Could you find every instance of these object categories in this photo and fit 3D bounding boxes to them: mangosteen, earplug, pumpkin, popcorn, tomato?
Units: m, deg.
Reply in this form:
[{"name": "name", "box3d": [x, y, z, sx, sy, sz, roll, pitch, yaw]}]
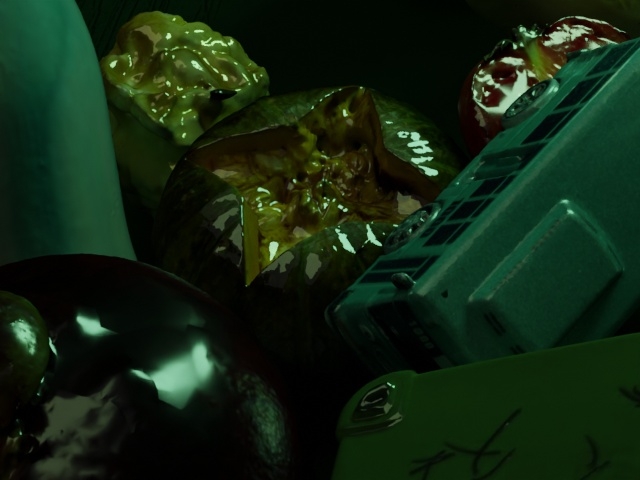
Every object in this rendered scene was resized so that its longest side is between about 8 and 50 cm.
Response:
[{"name": "mangosteen", "box3d": [-0.146, 0.140, 1.112, 0.297, 0.293, 0.297, -4, 41, 3]}, {"name": "earplug", "box3d": [-0.225, -0.068, 1.350, 0.185, 0.324, 0.185, -4, 22, 2]}, {"name": "pumpkin", "box3d": [0.000, 0.003, 1.286, 0.238, 0.159, 0.238, -3, 44, 2]}, {"name": "popcorn", "box3d": [-0.110, -0.095, 1.480, 0.170, 0.180, 0.180, -45, 20, 44]}, {"name": "tomato", "box3d": [0.159, -0.076, 1.305, 0.159, 0.139, 0.091, -30, -10, -31]}]

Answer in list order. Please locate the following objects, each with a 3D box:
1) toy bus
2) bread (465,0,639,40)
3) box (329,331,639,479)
[{"name": "toy bus", "box3d": [0.140, -0.001, 1.150, 0.256, 0.128, 0.147, -46, 12, -18]}, {"name": "bread", "box3d": [0.220, -0.304, 1.394, 0.333, 0.333, 0.160, -34, 22, -5]}, {"name": "box", "box3d": [0.153, 0.171, 0.967, 0.328, 0.178, 0.253, -12, 39, 23]}]
